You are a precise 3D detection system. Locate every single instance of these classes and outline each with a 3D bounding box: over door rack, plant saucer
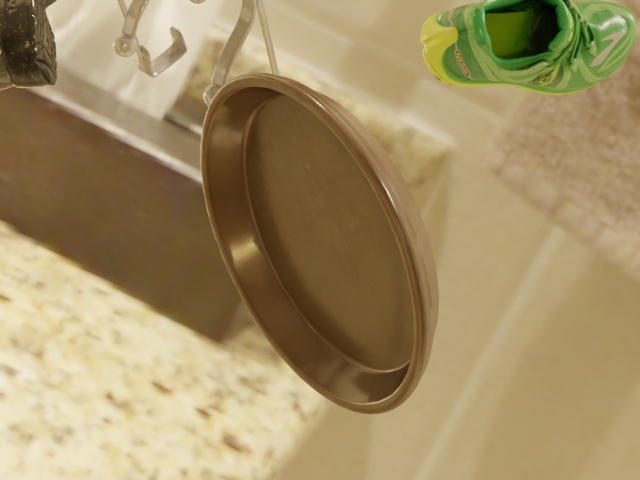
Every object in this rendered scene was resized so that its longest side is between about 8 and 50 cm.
[{"bbox_3d":[-0.133,-0.186,1.280,0.239,0.108,0.324,33,-12,27],"label":"over door rack"},{"bbox_3d":[0.000,0.000,1.072,0.041,0.278,0.278,-26,45,-28],"label":"plant saucer"}]

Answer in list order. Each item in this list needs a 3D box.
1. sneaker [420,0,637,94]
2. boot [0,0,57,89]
[{"bbox_3d":[0.253,-0.221,1.568,0.295,0.109,0.123,-10,-2,-33],"label":"sneaker"},{"bbox_3d":[-0.278,-0.179,1.022,0.161,0.083,0.246,-10,40,-1],"label":"boot"}]
